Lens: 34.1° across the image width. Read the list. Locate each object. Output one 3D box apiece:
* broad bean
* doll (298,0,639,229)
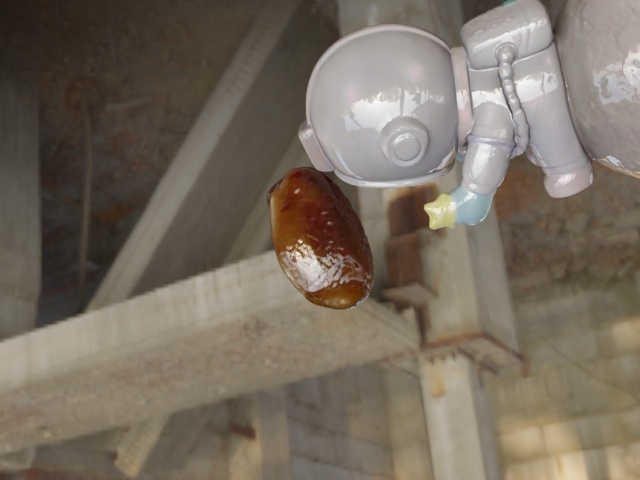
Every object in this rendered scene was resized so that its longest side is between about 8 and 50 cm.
[{"bbox_3d":[0.000,0.000,1.161,0.114,0.165,0.084,-8,161,-21],"label":"broad bean"},{"bbox_3d":[0.127,-0.095,0.640,0.287,0.151,0.151,-9,157,3],"label":"doll"}]
